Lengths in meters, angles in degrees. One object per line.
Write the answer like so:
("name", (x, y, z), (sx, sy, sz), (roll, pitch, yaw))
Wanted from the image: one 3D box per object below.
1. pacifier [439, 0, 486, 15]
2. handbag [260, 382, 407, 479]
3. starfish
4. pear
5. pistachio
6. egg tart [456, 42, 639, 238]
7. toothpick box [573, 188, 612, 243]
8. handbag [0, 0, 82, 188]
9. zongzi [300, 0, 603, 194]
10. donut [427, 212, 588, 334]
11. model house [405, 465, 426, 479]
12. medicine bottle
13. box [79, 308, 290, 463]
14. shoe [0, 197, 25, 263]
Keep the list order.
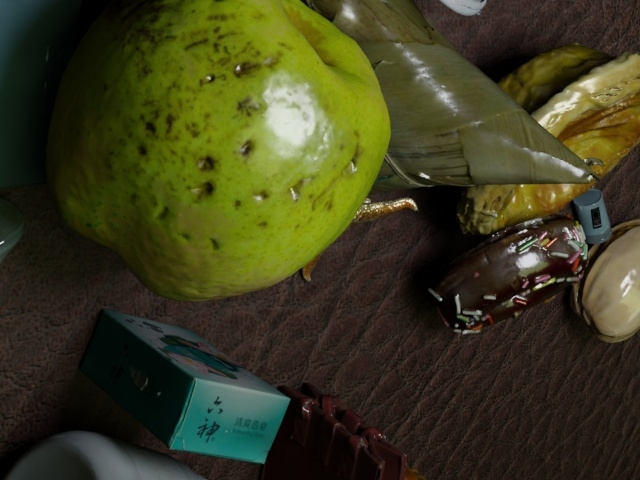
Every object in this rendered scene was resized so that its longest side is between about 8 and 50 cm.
("pacifier", (0.152, -0.433, 1.392), (0.220, 0.332, 0.273), (23, 123, -2))
("handbag", (0.008, 0.371, 1.633), (0.084, 0.260, 0.275), (0, 107, -35))
("starfish", (0.000, -0.002, 1.558), (0.247, 0.050, 0.138), (-32, 158, 28))
("pear", (-0.121, -0.108, 1.280), (0.391, 0.391, 0.391), (-15, 117, -32))
("pistachio", (0.526, 0.064, 1.970), (0.157, 0.157, 0.229), (37, 80, -41))
("egg tart", (0.330, -0.158, 1.666), (0.388, 0.169, 0.388), (-31, 162, -12))
("toothpick box", (0.464, -0.041, 1.946), (0.052, 0.052, 0.083), (-37, 126, -20))
("handbag", (-0.341, -0.167, 1.275), (0.144, 0.057, 0.221), (-4, 110, -42))
("zongzi", (0.117, -0.251, 1.403), (0.181, 0.418, 0.447), (-51, 134, -42))
("donut", (0.290, 0.054, 1.736), (0.270, 0.103, 0.269), (-21, 163, -7))
("model house", (0.100, 0.410, 1.770), (0.199, 0.219, 0.229), (-1, 65, -28))
("medicine bottle", (-0.243, 0.387, 1.455), (0.306, 0.245, 0.245), (30, 89, -49))
("box", (-0.173, 0.179, 1.421), (0.153, 0.245, 0.092), (18, 96, -41))
("shoe", (-0.423, 0.027, 1.293), (0.195, 0.079, 0.078), (-39, 163, -28))
